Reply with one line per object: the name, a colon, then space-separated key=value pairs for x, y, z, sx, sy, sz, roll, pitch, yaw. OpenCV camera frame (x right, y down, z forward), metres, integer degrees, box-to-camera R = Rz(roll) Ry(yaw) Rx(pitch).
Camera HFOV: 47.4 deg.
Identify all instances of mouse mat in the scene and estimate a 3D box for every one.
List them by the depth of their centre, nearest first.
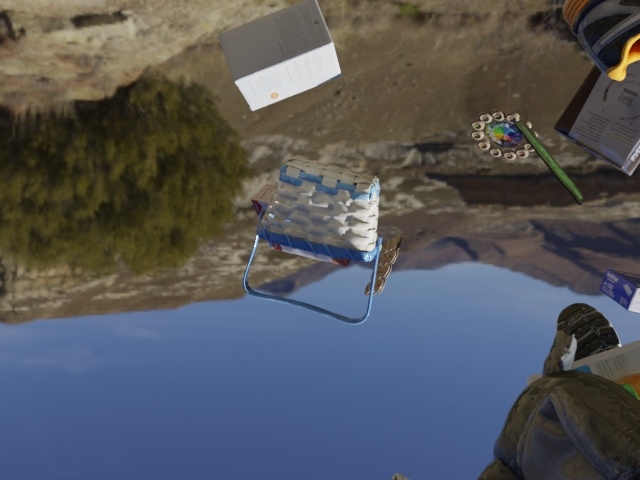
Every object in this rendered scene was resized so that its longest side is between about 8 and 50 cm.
mouse mat: x=0.422 y=-0.147 z=1.338 sx=0.007 sy=0.190 sz=0.152 roll=-38 pitch=175 yaw=23

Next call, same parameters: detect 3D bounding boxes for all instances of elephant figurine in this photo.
elephant figurine: x=0.215 y=0.167 z=0.487 sx=0.169 sy=0.186 sz=0.239 roll=-36 pitch=173 yaw=-16

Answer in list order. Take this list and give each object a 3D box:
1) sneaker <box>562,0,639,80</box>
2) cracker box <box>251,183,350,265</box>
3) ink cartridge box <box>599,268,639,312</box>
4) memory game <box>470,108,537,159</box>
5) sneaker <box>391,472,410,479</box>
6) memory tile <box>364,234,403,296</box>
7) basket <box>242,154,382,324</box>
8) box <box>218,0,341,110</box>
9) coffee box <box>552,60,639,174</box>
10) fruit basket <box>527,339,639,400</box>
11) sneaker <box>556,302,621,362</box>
sneaker: x=0.315 y=-0.194 z=0.593 sx=0.214 sy=0.083 sz=0.084 roll=-17 pitch=159 yaw=17
cracker box: x=-0.036 y=-0.037 z=1.693 sx=0.232 sy=0.156 sz=0.067 roll=13 pitch=-132 yaw=35
ink cartridge box: x=0.605 y=0.103 z=1.266 sx=0.207 sy=0.046 sz=0.097 roll=12 pitch=-165 yaw=-12
memory game: x=0.486 y=-0.279 z=1.938 sx=0.186 sy=0.012 sz=0.186 roll=21 pitch=151 yaw=12
sneaker: x=0.150 y=0.567 z=1.564 sx=0.152 sy=0.061 sz=0.054 roll=-47 pitch=-179 yaw=-44
memory tile: x=0.147 y=0.059 z=1.697 sx=0.012 sy=0.148 sz=0.113 roll=27 pitch=167 yaw=-10
basket: x=0.000 y=0.000 z=1.389 sx=0.254 sy=0.289 sz=0.201 roll=16 pitch=-169 yaw=4
box: x=-0.064 y=-0.306 z=1.211 sx=0.170 sy=0.091 sz=0.130 roll=-20 pitch=167 yaw=3
coffee box: x=0.403 y=-0.211 z=0.887 sx=0.098 sy=0.247 sz=0.141 roll=37 pitch=-164 yaw=22
fruit basket: x=0.498 y=0.281 z=0.960 sx=0.352 sy=0.327 sz=0.165 roll=-19 pitch=164 yaw=6
sneaker: x=0.613 y=0.292 z=1.576 sx=0.129 sy=0.330 sz=0.147 roll=-27 pitch=163 yaw=12
